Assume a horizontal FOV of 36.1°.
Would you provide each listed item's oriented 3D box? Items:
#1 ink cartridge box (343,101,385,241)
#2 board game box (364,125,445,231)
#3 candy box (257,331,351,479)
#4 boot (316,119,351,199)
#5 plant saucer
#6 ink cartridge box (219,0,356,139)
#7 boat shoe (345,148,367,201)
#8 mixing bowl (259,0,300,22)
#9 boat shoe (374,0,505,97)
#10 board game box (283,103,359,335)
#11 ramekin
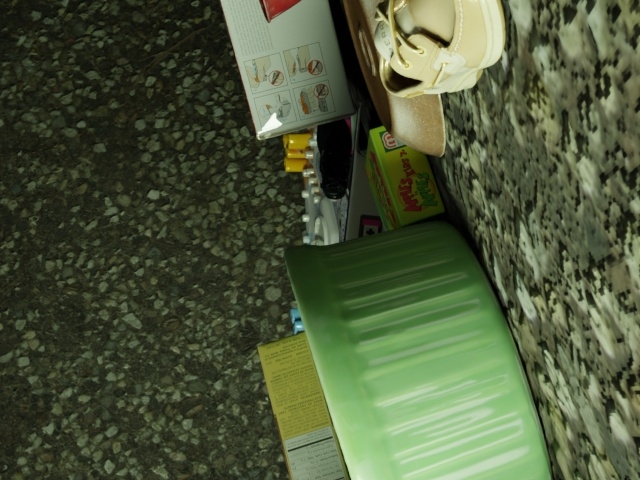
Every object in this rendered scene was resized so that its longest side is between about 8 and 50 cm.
[{"bbox_3d":[0.052,0.030,1.213,0.176,0.069,0.371,84,-170,-86],"label":"ink cartridge box"},{"bbox_3d":[0.079,-0.051,0.960,0.181,0.043,0.092,79,174,-83],"label":"board game box"},{"bbox_3d":[-0.004,0.190,0.892,0.109,0.053,0.187,74,180,-52],"label":"candy box"},{"bbox_3d":[0.016,-0.111,1.195,0.099,0.045,0.121,83,-174,-78],"label":"boot"},{"bbox_3d":[0.052,-0.157,0.791,0.198,0.036,0.199,-18,-90,-90],"label":"plant saucer"},{"bbox_3d":[-0.061,-0.314,1.247,0.272,0.130,0.310,-101,-4,-72],"label":"ink cartridge box"},{"bbox_3d":[0.070,-0.013,1.345,0.078,0.070,0.219,87,165,-87],"label":"boat shoe"},{"bbox_3d":[-0.033,-0.311,0.939,0.181,0.098,0.182,162,90,-90],"label":"mixing bowl"},{"bbox_3d":[0.058,-0.111,0.527,0.170,0.059,0.063,76,176,-80],"label":"boat shoe"},{"bbox_3d":[0.000,0.000,1.568,0.390,0.050,0.390,-177,84,-79],"label":"board game box"},{"bbox_3d":[0.084,0.130,0.848,0.303,0.148,0.304,162,90,-89],"label":"ramekin"}]
